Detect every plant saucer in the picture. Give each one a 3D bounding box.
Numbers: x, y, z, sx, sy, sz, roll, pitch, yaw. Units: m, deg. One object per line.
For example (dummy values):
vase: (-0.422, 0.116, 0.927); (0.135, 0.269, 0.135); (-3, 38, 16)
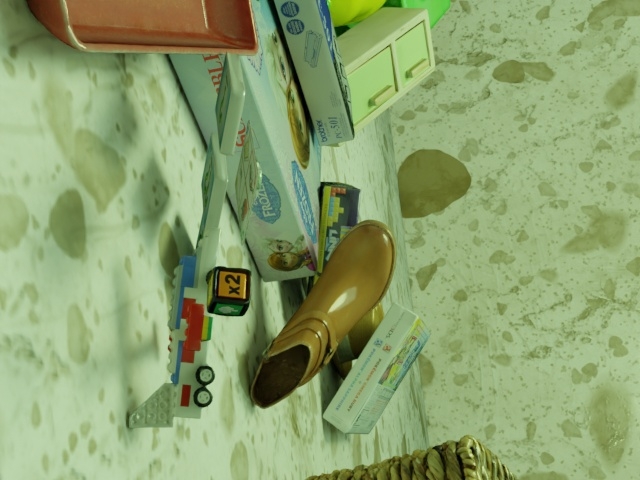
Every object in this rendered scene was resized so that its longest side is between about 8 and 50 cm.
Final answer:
plant saucer: (-0.132, -0.249, 0.541); (0.259, 0.047, 0.259); (-33, 114, -68)

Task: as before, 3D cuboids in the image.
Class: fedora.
fedora: (0.057, 0.124, 1.274); (0.194, 0.079, 0.195); (-9, 90, -80)

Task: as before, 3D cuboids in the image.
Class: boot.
boot: (0.006, 0.077, 0.826); (0.197, 0.072, 0.152); (-62, 170, 18)

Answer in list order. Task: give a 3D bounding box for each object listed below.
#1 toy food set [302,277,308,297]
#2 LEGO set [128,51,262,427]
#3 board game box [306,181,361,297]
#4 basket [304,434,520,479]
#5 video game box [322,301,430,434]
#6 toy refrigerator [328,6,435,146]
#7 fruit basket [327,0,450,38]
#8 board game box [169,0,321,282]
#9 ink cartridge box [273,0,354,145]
toy food set: (0.000, 0.000, 1.172); (0.192, 0.038, 0.133); (-81, 160, -59)
LEGO set: (-0.084, 0.000, 0.548); (0.244, 0.060, 0.183); (-105, -154, -55)
board game box: (0.015, 0.014, 1.026); (0.141, 0.048, 0.171); (-119, -145, -82)
basket: (0.092, 0.363, 0.738); (0.213, 0.223, 0.299); (46, 31, -41)
video game box: (0.088, 0.192, 1.195); (0.187, 0.048, 0.205); (-55, 162, -5)
toy refrigerator: (0.065, -0.247, 1.211); (0.269, 0.094, 0.102); (-42, 132, -38)
fruit basket: (0.041, -0.470, 1.385); (0.392, 0.282, 0.392); (-17, 117, -38)
board game box: (-0.064, -0.177, 0.890); (0.319, 0.065, 0.318); (71, 15, -44)
ink cartridge box: (-0.006, -0.215, 0.920); (0.207, 0.046, 0.097); (70, 13, -47)
